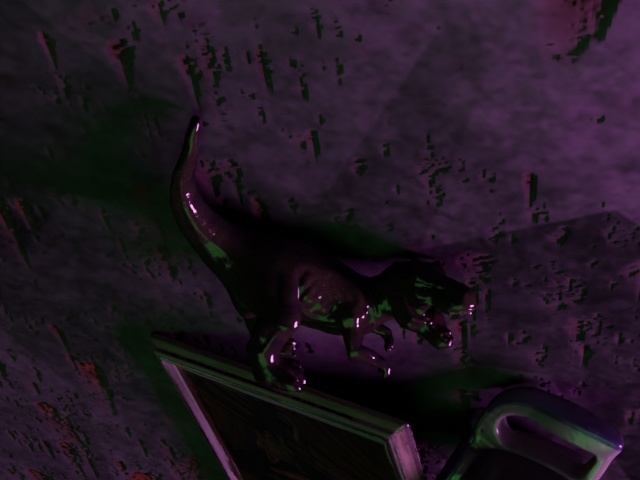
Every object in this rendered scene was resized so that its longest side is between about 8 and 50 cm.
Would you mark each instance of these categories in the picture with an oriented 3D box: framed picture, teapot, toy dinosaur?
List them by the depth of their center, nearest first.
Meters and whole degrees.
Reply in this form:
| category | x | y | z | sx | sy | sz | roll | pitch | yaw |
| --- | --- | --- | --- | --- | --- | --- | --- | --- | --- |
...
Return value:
| category | x | y | z | sx | sy | sz | roll | pitch | yaw |
| --- | --- | --- | --- | --- | --- | --- | --- | --- | --- |
| toy dinosaur | 0.000 | 0.000 | 0.829 | 0.187 | 0.087 | 0.178 | -1 | 109 | -7 |
| teapot | 0.140 | 0.180 | 0.963 | 0.108 | 0.111 | 0.149 | 34 | 154 | 7 |
| framed picture | -0.009 | 0.180 | 1.038 | 0.216 | 0.016 | 0.273 | 16 | 149 | 25 |
